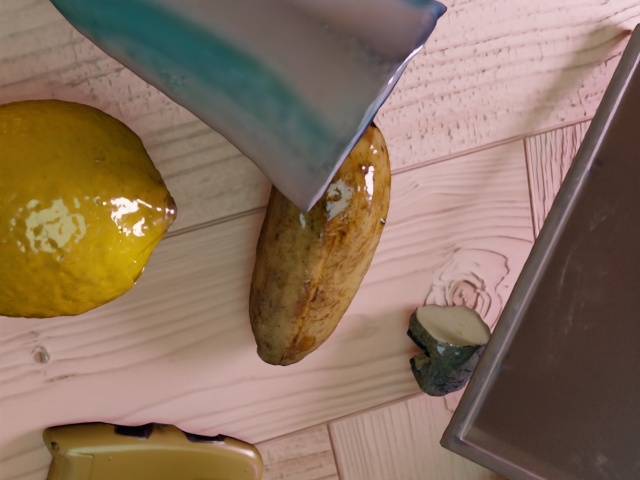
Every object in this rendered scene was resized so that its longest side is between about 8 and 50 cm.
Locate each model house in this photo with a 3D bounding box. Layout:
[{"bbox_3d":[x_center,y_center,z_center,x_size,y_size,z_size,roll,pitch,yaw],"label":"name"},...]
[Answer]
[{"bbox_3d":[0.122,0.114,0.981,0.079,0.066,0.083,-1,130,-27],"label":"model house"}]

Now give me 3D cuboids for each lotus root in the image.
[{"bbox_3d":[0.000,0.000,0.876,0.110,0.097,0.258,6,114,-20],"label":"lotus root"}]

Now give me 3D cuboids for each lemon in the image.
[{"bbox_3d":[-0.220,-0.023,0.764,0.193,0.180,0.180,-33,116,-1],"label":"lemon"}]

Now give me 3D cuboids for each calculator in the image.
[{"bbox_3d":[-0.166,0.254,0.966,0.236,0.033,0.157,9,108,-20],"label":"calculator"}]

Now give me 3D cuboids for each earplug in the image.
[{"bbox_3d":[-0.090,-0.185,0.723,0.324,0.185,0.185,34,100,0],"label":"earplug"}]

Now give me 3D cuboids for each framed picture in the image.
[{"bbox_3d":[0.349,0.064,0.898,0.326,0.028,0.446,26,94,11],"label":"framed picture"}]
